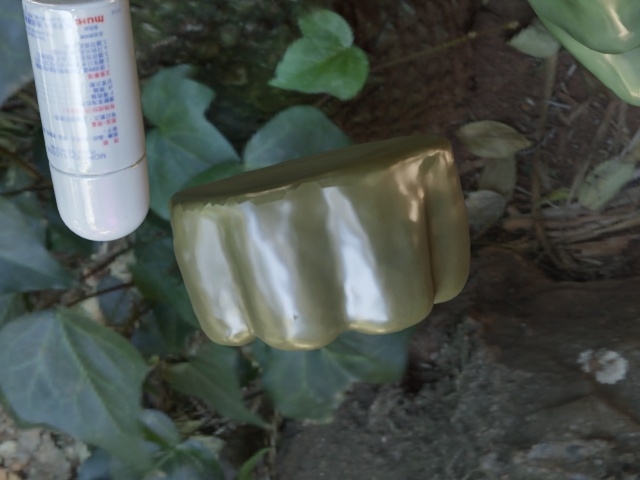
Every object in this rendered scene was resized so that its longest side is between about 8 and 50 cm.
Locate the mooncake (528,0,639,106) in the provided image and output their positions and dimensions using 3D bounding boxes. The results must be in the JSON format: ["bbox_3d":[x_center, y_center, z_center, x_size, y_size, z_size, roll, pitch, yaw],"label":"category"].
[{"bbox_3d":[0.133,-0.230,0.507,0.187,0.351,0.351,-29,70,24],"label":"mooncake"}]

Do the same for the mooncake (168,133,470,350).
[{"bbox_3d":[0.000,0.000,1.329,0.378,0.378,0.201,-7,100,33],"label":"mooncake"}]

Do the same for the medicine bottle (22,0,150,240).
[{"bbox_3d":[-0.294,-0.157,1.385,0.130,0.130,0.341,20,126,33],"label":"medicine bottle"}]
